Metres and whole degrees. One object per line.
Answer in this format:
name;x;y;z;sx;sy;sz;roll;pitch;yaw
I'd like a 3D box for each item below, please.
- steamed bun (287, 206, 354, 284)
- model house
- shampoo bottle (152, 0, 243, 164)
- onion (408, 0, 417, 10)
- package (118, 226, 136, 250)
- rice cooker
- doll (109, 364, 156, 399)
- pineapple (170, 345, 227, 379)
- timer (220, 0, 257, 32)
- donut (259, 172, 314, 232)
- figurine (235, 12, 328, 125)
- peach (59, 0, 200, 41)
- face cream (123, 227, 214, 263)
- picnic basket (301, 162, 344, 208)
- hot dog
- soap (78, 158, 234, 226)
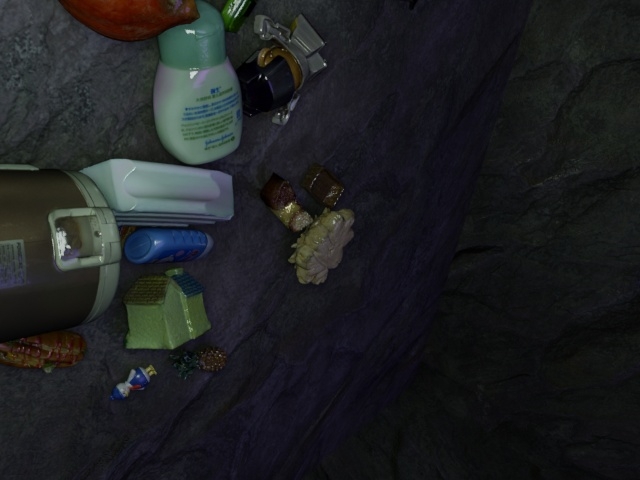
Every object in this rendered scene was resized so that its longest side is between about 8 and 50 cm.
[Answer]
steamed bun;0.000;0.000;1.931;0.292;0.137;0.295;-37;148;-38
model house;-0.419;0.174;1.504;0.214;0.195;0.189;-23;110;-63
shampoo bottle;-0.278;-0.357;1.246;0.222;0.151;0.349;-28;138;-33
onion;0.229;-0.849;1.539;0.267;0.159;0.348;-51;151;-35
package;-0.492;-0.031;1.326;0.121;0.031;0.108;16;103;-58
rice cooker;-0.549;0.018;1.020;0.325;0.335;0.335;-8;122;-50
doll;-0.542;0.411;1.602;0.143;0.058;0.098;-33;141;-27
pineapple;-0.372;0.383;1.767;0.221;0.103;0.083;9;109;-58
timer;-0.181;-0.531;1.262;0.128;0.047;0.140;-52;-170;16
donut;-0.114;-0.114;1.690;0.085;0.141;0.217;-44;138;-6
figurine;-0.108;-0.435;1.428;0.308;0.143;0.308;-12;106;-48
peach;-0.335;-0.458;0.983;0.257;0.232;0.232;35;85;-16
face cream;-0.378;0.014;1.439;0.264;0.149;0.083;0;72;-64
picnic basket;0.008;-0.183;1.876;0.110;0.055;0.193;-58;148;-4
hot dog;-0.655;0.254;1.294;0.104;0.076;0.250;-57;150;-2
soap;-0.362;-0.099;1.274;0.347;0.208;0.115;0;83;-54
